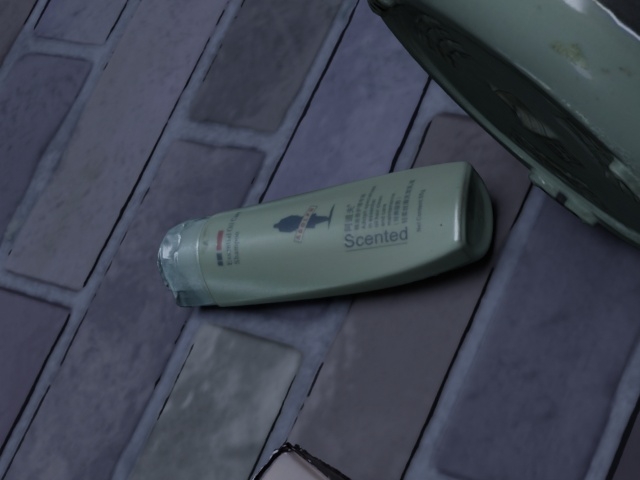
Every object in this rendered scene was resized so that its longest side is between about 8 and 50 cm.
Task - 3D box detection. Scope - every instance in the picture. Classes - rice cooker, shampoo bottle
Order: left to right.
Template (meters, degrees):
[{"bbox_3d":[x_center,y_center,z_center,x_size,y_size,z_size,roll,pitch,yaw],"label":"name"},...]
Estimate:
[{"bbox_3d":[0.000,0.000,0.932,0.212,0.049,0.072,-10,62,29],"label":"shampoo bottle"},{"bbox_3d":[0.188,-0.150,0.747,0.277,0.288,0.288,-48,48,0],"label":"rice cooker"}]

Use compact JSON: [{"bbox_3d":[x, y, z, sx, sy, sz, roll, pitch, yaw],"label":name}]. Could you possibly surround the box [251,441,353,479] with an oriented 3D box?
[{"bbox_3d":[-0.009,0.259,0.743,0.203,0.106,0.252,34,84,41],"label":"box"}]
